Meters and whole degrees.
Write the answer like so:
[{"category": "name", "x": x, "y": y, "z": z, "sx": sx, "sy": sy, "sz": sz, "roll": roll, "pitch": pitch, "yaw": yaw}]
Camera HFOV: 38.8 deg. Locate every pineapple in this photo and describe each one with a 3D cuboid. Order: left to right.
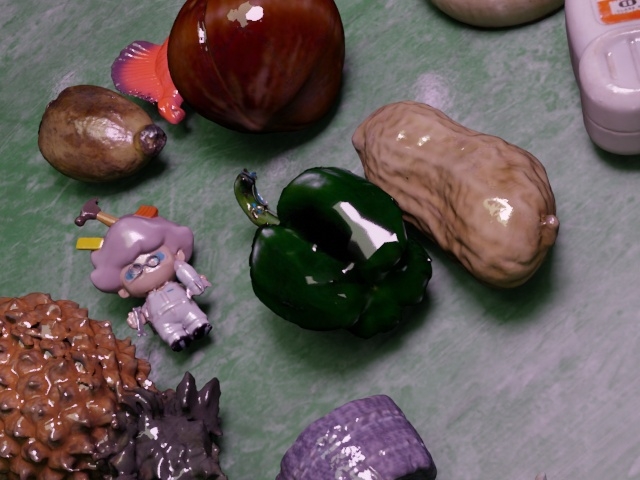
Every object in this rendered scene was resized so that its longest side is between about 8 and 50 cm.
[{"category": "pineapple", "x": -0.233, "y": 0.201, "z": 1.010, "sx": 0.357, "sy": 0.223, "sz": 0.223, "roll": 17, "pitch": 71, "yaw": 21}]

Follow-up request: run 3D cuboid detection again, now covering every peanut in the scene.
[{"category": "peanut", "x": 0.160, "y": -0.057, "z": 1.011, "sx": 0.291, "sy": 0.159, "sz": 0.143, "roll": 43, "pitch": 120, "yaw": 44}]

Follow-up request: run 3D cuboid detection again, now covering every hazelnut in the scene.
[{"category": "hazelnut", "x": -0.084, "y": -0.236, "z": 1.163, "sx": 0.229, "sy": 0.229, "sz": 0.229, "roll": -10, "pitch": 60, "yaw": 18}]

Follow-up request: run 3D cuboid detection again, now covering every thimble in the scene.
[{"category": "thimble", "x": 0.036, "y": 0.234, "z": 0.898, "sx": 0.150, "sy": 0.150, "sz": 0.098, "roll": -40, "pitch": 57, "yaw": -1}]

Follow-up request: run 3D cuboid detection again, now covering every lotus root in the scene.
[{"category": "lotus root", "x": -0.302, "y": -0.143, "z": 1.263, "sx": 0.214, "sy": 0.138, "sz": 0.138, "roll": 18, "pitch": 71, "yaw": 29}]

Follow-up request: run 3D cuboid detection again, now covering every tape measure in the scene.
[{"category": "tape measure", "x": 0.409, "y": -0.211, "z": 0.993, "sx": 0.258, "sy": 0.130, "sz": 0.265, "roll": -11, "pitch": 54, "yaw": 15}]

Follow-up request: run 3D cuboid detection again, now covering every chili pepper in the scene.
[{"category": "chili pepper", "x": 0.000, "y": 0.000, "z": 1.030, "sx": 0.261, "sy": 0.165, "sz": 0.174, "roll": 33, "pitch": 101, "yaw": 46}]

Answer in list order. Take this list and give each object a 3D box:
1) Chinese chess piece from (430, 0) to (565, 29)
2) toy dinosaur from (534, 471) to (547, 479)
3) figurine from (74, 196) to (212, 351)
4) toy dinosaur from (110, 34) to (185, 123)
[{"category": "Chinese chess piece", "x": 0.240, "y": -0.399, "z": 1.181, "sx": 0.257, "sy": 0.104, "sz": 0.257, "roll": -11, "pitch": 59, "yaw": 19}, {"category": "toy dinosaur", "x": 0.319, "y": 0.354, "z": 0.741, "sx": 0.205, "sy": 0.092, "sz": 0.393, "roll": -22, "pitch": 58, "yaw": 11}, {"category": "figurine", "x": -0.211, "y": 0.038, "z": 1.136, "sx": 0.137, "sy": 0.112, "sz": 0.229, "roll": -35, "pitch": 65, "yaw": -5}, {"category": "toy dinosaur", "x": -0.234, "y": -0.276, "z": 1.322, "sx": 0.139, "sy": 0.070, "sz": 0.286, "roll": -10, "pitch": 56, "yaw": 3}]
